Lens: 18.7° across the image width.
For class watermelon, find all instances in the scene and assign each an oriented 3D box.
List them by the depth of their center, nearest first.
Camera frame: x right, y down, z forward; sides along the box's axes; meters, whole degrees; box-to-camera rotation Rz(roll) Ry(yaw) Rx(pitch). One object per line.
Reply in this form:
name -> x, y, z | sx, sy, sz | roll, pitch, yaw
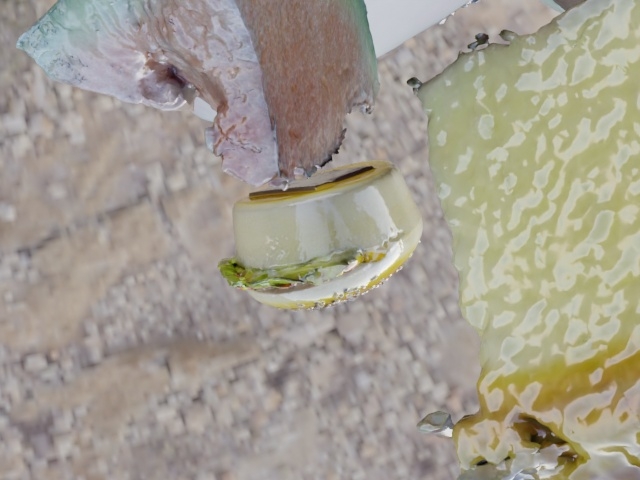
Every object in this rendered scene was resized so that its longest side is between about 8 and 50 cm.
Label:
watermelon -> -0.029, -0.058, 0.608 | 0.101, 0.155, 0.080 | -11, 99, 28

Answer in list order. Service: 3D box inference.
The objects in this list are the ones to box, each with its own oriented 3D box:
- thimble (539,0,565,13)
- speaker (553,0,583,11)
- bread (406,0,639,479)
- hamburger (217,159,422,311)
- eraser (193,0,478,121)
thimble -> 0.178, -0.223, 1.070 | 0.185, 0.149, 0.211 | 43, 102, 1
speaker -> 0.185, -0.153, 0.851 | 0.231, 0.192, 0.153 | 33, 88, -34
bread -> 0.112, 0.002, 0.593 | 0.127, 0.147, 0.152 | 6, 156, -43
hamburger -> 0.000, 0.000, 1.264 | 0.126, 0.141, 0.081 | -9, 100, 33
eraser -> -0.015, -0.230, 1.352 | 0.331, 0.331, 0.150 | -22, 161, -1
